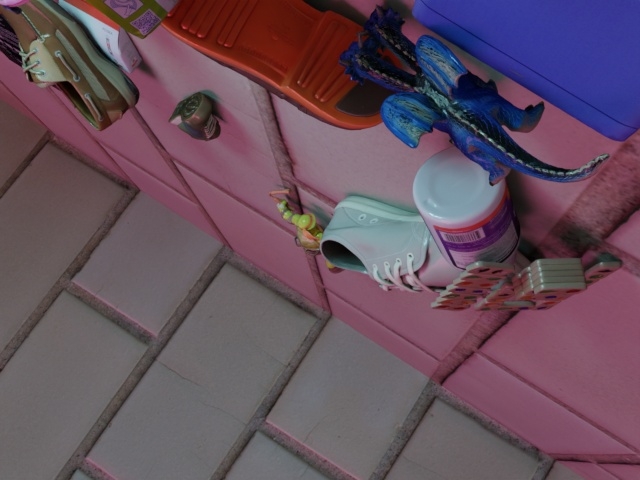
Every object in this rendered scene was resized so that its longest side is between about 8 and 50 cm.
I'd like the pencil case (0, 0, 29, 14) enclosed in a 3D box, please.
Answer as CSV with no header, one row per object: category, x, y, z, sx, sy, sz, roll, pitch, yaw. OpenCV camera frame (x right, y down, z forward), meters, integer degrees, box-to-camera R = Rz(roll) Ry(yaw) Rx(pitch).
pencil case,-0.468,-0.462,0.848,0.386,0.167,0.160,46,-163,-43

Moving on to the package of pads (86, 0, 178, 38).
package of pads,-0.258,-0.338,0.612,0.296,0.101,0.229,50,-172,20

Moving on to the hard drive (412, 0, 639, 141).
hard drive,0.175,-0.185,0.451,0.210,0.040,0.319,33,169,6

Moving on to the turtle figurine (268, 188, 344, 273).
turtle figurine,0.000,0.000,1.574,0.269,0.087,0.217,28,167,29

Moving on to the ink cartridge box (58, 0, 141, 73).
ink cartridge box,-0.409,-0.385,1.270,0.145,0.045,0.179,31,171,14

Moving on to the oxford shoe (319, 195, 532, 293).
oxford shoe,0.158,0.031,1.168,0.449,0.130,0.169,16,155,51

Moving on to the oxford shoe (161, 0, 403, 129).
oxford shoe,-0.082,-0.232,0.778,0.363,0.130,0.133,37,176,-6

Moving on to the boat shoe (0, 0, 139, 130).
boat shoe,-0.472,-0.326,1.284,0.122,0.120,0.324,14,155,52

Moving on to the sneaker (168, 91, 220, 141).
sneaker,-0.221,-0.228,1.350,0.086,0.064,0.192,31,171,-25

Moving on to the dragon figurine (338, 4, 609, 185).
dragon figurine,0.109,-0.119,0.619,0.144,0.085,0.289,20,-156,-28

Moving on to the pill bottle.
pill bottle,0.191,-0.024,0.893,0.108,0.108,0.193,27,166,33

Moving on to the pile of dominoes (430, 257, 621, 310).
pile of dominoes,0.263,0.078,0.955,0.195,0.040,0.251,-1,161,-6

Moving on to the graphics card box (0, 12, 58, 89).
graphics card box,-0.638,-0.459,1.482,0.232,0.094,0.371,31,167,17
